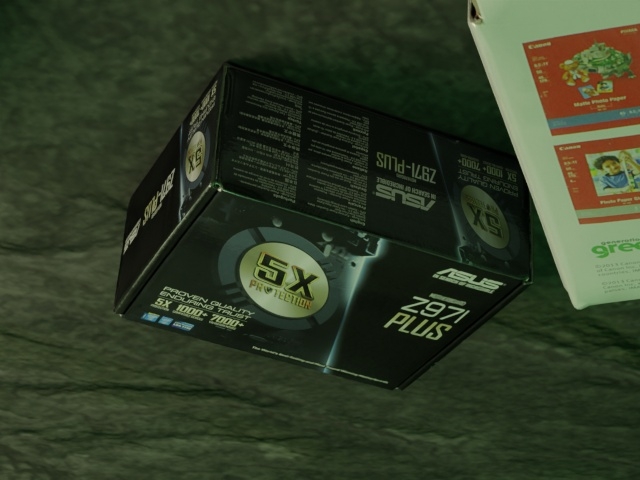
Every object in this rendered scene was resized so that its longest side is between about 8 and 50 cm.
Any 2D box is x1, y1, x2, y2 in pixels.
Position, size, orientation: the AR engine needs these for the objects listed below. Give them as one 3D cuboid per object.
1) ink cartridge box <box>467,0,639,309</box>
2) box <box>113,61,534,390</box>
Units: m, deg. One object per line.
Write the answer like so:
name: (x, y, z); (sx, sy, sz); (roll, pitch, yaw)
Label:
ink cartridge box: (0.220, -0.111, 0.608); (0.309, 0.130, 0.272); (-7, 145, 17)
box: (0.000, 0.000, 0.859); (0.180, 0.078, 0.147); (17, 145, -20)
